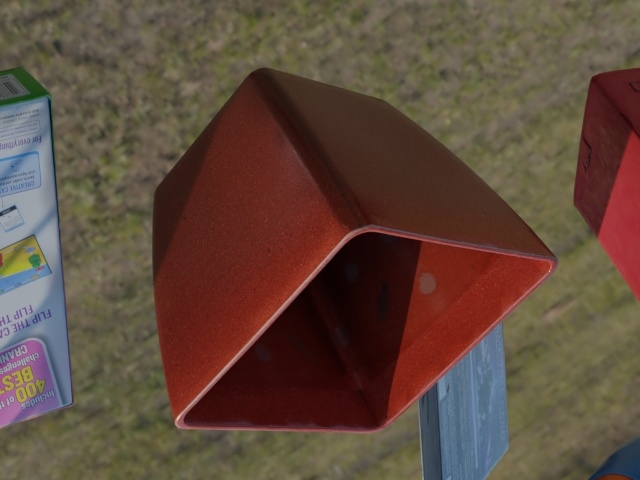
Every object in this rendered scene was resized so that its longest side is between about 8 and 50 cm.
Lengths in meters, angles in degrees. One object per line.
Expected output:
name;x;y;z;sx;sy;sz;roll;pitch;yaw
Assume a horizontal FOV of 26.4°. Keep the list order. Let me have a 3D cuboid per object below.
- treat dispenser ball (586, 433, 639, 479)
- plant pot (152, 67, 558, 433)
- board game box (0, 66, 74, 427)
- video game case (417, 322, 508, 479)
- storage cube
treat dispenser ball;0.349;0.298;1.186;0.288;0.288;0.288;-30;159;-13
plant pot;0.000;0.000;1.232;0.267;0.236;0.267;10;133;-44
board game box;-0.335;0.033;1.128;0.242;0.064;0.317;-16;126;-28
video game case;0.160;0.180;1.501;0.026;0.196;0.274;0;-170;21
storage cube;0.411;-0.071;1.525;0.183;0.193;0.215;-9;130;-12
